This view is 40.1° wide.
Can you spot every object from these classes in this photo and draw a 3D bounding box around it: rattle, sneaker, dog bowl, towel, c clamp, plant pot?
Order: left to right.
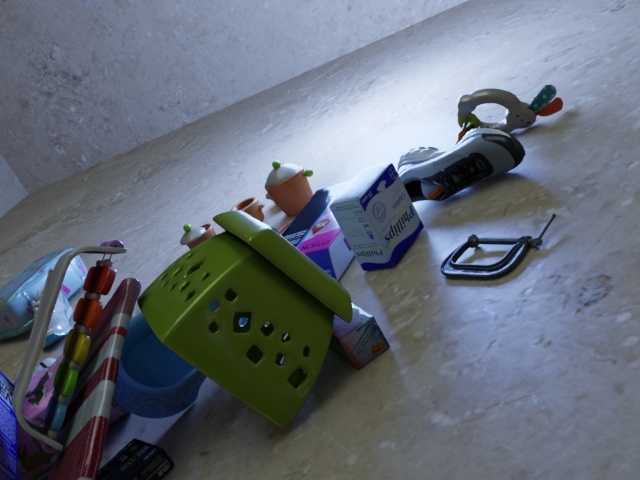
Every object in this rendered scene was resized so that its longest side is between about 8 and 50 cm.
[{"bbox_3d":[-0.631,0.176,2.034,0.087,0.092,0.229,-30,22,-5],"label":"sneaker"},{"bbox_3d":[-0.325,0.242,1.237,0.237,0.037,0.329,-46,31,49],"label":"towel"},{"bbox_3d":[-0.215,0.150,1.418,0.297,0.166,0.074,-41,-15,-30],"label":"dog bowl"},{"bbox_3d":[-0.099,0.094,1.244,0.207,0.227,0.228,-53,23,-5],"label":"plant pot"},{"bbox_3d":[0.245,-0.122,1.575,0.271,0.100,0.108,-15,39,42],"label":"sneaker"},{"bbox_3d":[0.262,0.014,1.324,0.160,0.022,0.137,-4,37,47],"label":"c clamp"},{"bbox_3d":[0.356,-0.215,1.662,0.199,0.130,0.143,4,42,11],"label":"rattle"}]

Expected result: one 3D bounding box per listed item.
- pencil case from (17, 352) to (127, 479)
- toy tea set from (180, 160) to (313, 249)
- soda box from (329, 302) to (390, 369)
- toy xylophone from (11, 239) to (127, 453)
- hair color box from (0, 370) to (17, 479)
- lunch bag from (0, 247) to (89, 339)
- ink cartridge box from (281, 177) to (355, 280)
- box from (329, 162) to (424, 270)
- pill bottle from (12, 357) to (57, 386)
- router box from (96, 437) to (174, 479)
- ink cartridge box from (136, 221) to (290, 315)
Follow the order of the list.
[{"bbox_3d":[-0.492,0.317,1.430,0.386,0.160,0.167,-37,0,-17],"label":"pencil case"},{"bbox_3d":[-0.166,-0.080,1.960,0.336,0.124,0.200,-35,21,-13],"label":"toy tea set"},{"bbox_3d":[0.031,0.127,1.309,0.063,0.058,0.183,-35,22,-12],"label":"soda box"},{"bbox_3d":[-0.384,0.140,1.305,0.236,0.081,0.323,16,86,69],"label":"toy xylophone"},{"bbox_3d":[-0.535,0.350,1.243,0.185,0.110,0.339,-19,47,-1],"label":"hair color box"},{"bbox_3d":[-0.732,0.136,2.241,0.224,0.108,0.279,-19,21,41],"label":"lunch bag"},{"bbox_3d":[0.000,0.000,1.650,0.175,0.069,0.371,-15,27,35],"label":"ink cartridge box"},{"bbox_3d":[0.098,-0.040,1.495,0.072,0.137,0.126,-9,29,42],"label":"box"},{"bbox_3d":[-0.498,0.282,1.585,0.193,0.108,0.108,-39,22,-23],"label":"pill bottle"},{"bbox_3d":[-0.281,0.342,1.253,0.122,0.038,0.092,-43,24,-31],"label":"router box"},{"bbox_3d":[-0.211,0.057,1.718,0.275,0.060,0.239,-47,10,-38],"label":"ink cartridge box"}]
